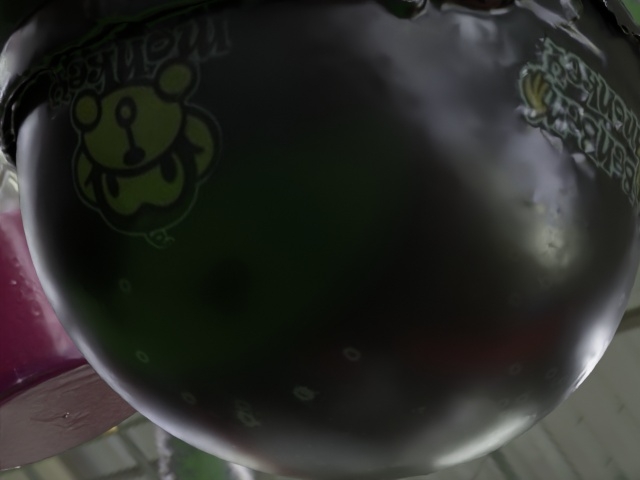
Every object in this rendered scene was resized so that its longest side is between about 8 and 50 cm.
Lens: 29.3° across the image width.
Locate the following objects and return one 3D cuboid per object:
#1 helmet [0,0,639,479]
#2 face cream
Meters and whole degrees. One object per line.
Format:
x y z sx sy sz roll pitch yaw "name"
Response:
0.000 0.000 0.435 0.231 0.160 0.279 -11 -25 31 "helmet"
-0.223 0.045 0.896 0.195 0.175 0.175 60 -37 21 "face cream"
